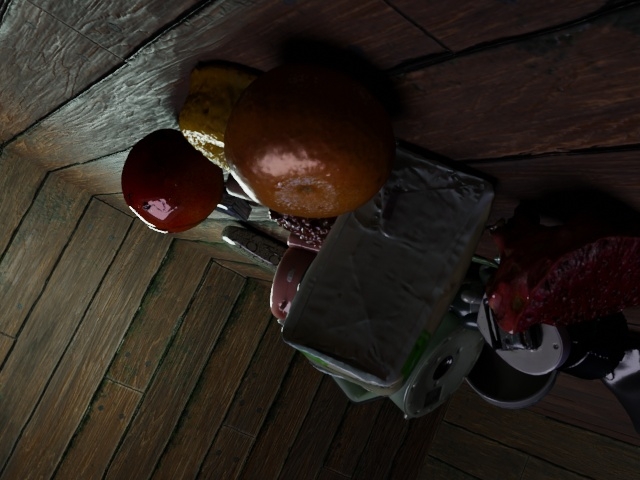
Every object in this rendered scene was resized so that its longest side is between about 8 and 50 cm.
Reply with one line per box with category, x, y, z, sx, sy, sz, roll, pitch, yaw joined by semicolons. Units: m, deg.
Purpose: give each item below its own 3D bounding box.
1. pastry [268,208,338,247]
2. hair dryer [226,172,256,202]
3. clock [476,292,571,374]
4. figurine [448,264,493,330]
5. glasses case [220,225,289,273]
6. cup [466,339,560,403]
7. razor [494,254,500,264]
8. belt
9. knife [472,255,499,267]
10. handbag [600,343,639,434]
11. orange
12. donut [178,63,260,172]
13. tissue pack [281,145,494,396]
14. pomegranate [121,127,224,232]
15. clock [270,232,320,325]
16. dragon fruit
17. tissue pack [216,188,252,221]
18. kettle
pastry;-0.008;-0.042;1.547;0.209;0.097;0.115;32;174;-27
hair dryer;-0.111;-0.099;1.637;0.117;0.064;0.182;17;175;29
clock;0.351;0.145;1.360;0.064;0.197;0.172;-10;178;-43
figurine;0.344;0.118;1.483;0.193;0.126;0.147;3;150;20
glasses case;-0.141;0.051;2.318;0.355;0.085;0.137;28;170;-17
cup;0.415;0.276;1.782;0.290;0.219;0.257;10;166;20
razor;0.351;0.026;1.273;0.084;0.035;0.211;7;178;-14
belt;0.470;0.171;1.379;0.078;0.151;0.198;20;169;-13
knife;0.255;0.021;1.492;0.207;0.014;0.030;18;166;28
handbag;0.690;0.287;1.482;0.288;0.152;0.342;42;160;-21
orange;-0.011;-0.128;0.953;0.224;0.170;0.224;1;155;1
donut;-0.084;-0.151;1.176;0.303;0.110;0.303;25;170;5
tissue pack;0.108;0.072;1.213;0.205;0.331;0.405;25;170;9
pomegranate;-0.288;-0.120;1.530;0.210;0.210;0.235;18;-168;34
clock;-0.044;0.126;2.060;0.142;0.241;0.227;19;167;14
dragon fruit;0.313;0.015;1.018;0.262;0.134;0.211;-9;-157;-27
tissue pack;-0.264;-0.105;1.937;0.156;0.051;0.112;20;169;21
kettle;0.131;0.220;1.706;0.250;0.361;0.377;-17;-137;-41
